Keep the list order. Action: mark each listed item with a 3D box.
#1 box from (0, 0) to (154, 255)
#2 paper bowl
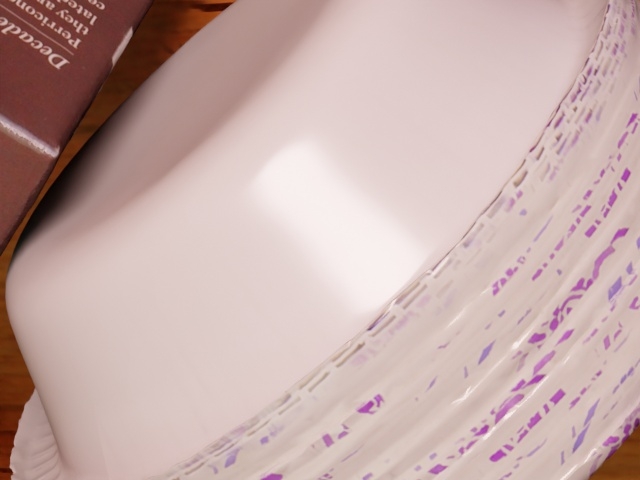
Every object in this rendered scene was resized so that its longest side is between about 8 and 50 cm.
[{"bbox_3d":[-0.169,-0.080,0.714,0.167,0.203,0.168,32,129,-9],"label":"box"},{"bbox_3d":[0.000,0.000,0.672,0.284,0.284,0.148,-32,111,33],"label":"paper bowl"}]
